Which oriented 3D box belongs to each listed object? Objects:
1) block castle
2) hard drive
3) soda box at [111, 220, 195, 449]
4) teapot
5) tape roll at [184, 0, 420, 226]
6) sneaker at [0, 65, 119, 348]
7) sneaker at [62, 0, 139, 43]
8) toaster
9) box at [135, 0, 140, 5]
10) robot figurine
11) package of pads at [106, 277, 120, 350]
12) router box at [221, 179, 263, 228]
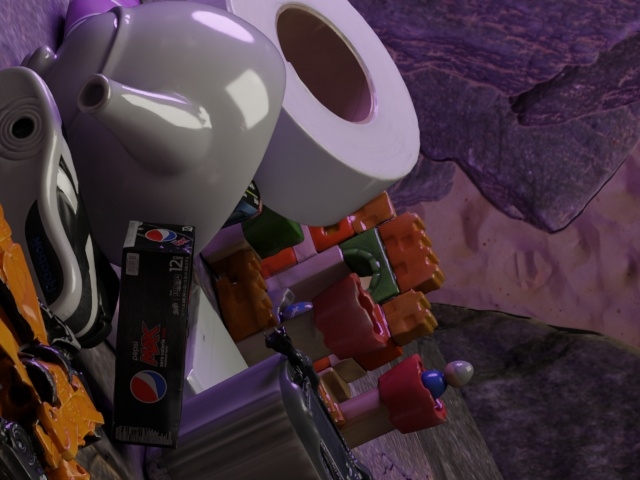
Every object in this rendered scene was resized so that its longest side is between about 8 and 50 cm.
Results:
[{"bbox_3d":[0.000,0.000,2.077,0.303,0.213,0.453,53,15,-54],"label":"block castle"},{"bbox_3d":[-0.060,0.212,1.709,0.307,0.040,0.203,61,10,-20],"label":"hard drive"},{"bbox_3d":[-0.129,0.073,1.392,0.060,0.053,0.168,-92,-172,-68],"label":"soda box"},{"bbox_3d":[-0.162,-0.106,1.511,0.187,0.256,0.252,28,46,-19],"label":"teapot"},{"bbox_3d":[-0.027,-0.158,1.860,0.286,0.100,0.286,36,35,-30],"label":"tape roll"},{"bbox_3d":[-0.210,-0.016,1.379,0.121,0.079,0.216,55,21,-64],"label":"sneaker"},{"bbox_3d":[-0.170,-0.154,1.885,0.282,0.102,0.161,59,8,-33],"label":"sneaker"},{"bbox_3d":[-0.046,0.196,1.487,0.227,0.146,0.129,62,8,-21],"label":"toaster"},{"bbox_3d":[-0.235,-0.271,2.048,0.116,0.029,0.162,57,13,-45],"label":"box"},{"bbox_3d":[-0.226,0.034,1.092,0.291,0.085,0.211,63,9,-5],"label":"robot figurine"},{"bbox_3d":[-0.172,0.059,1.505,0.050,0.032,0.083,-102,165,-45],"label":"package of pads"},{"bbox_3d":[-0.125,-0.030,1.725,0.092,0.122,0.038,34,38,-73],"label":"router box"}]
